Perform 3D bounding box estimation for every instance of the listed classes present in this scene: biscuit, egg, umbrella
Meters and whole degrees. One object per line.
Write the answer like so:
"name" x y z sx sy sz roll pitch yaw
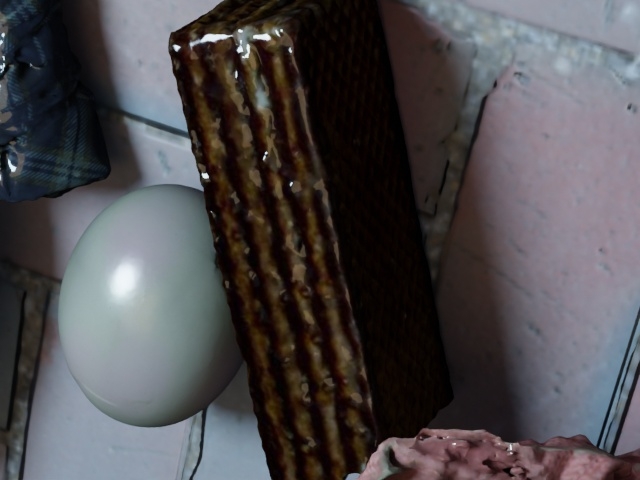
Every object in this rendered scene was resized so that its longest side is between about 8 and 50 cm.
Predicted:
"biscuit" 0.000 0.000 0.813 0.070 0.106 0.252 -3 109 24
"egg" -0.083 0.035 0.863 0.103 0.103 0.135 23 119 12
"umbrella" -0.159 -0.132 0.852 0.071 0.080 0.224 24 121 52

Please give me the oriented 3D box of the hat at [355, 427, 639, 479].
"hat" 0.082 0.204 0.845 0.236 0.107 0.286 17 132 -18
